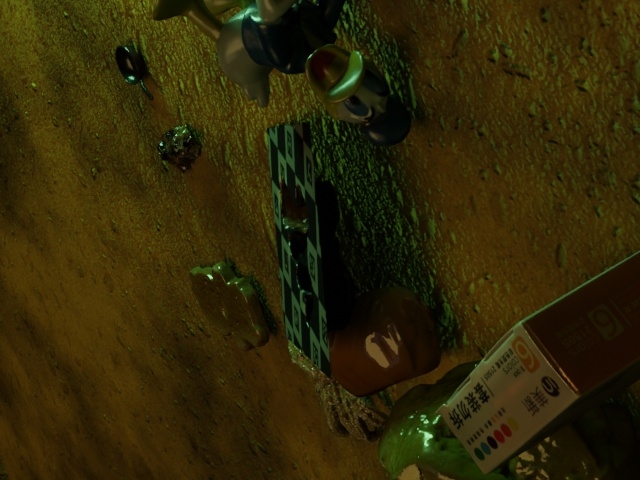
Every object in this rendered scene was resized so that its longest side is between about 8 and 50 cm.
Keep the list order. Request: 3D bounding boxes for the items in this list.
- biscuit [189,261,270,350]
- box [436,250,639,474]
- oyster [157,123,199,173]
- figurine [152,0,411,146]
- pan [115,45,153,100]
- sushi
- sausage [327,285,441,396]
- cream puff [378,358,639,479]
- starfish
[{"bbox_3d":[-0.156,0.110,2.132,0.225,0.036,0.166,6,119,59],"label":"biscuit"},{"bbox_3d":[0.271,0.102,1.207,0.091,0.274,0.221,55,148,17],"label":"box"},{"bbox_3d":[-0.234,-0.157,2.026,0.086,0.029,0.132,51,151,18],"label":"oyster"},{"bbox_3d":[-0.005,-0.255,1.493,0.338,0.204,0.283,44,142,6],"label":"figurine"},{"bbox_3d":[-0.298,-0.274,2.029,0.115,0.023,0.068,53,149,20],"label":"pan"},{"bbox_3d":[0.000,0.000,1.659,0.339,0.068,0.320,-163,67,-78],"label":"sushi"},{"bbox_3d":[0.079,0.143,1.698,0.136,0.120,0.241,64,152,10],"label":"sausage"},{"bbox_3d":[0.217,0.272,1.444,0.323,0.274,0.270,48,155,20],"label":"cream puff"},{"bbox_3d":[0.019,0.208,1.914,0.216,0.071,0.238,16,122,45],"label":"starfish"}]
